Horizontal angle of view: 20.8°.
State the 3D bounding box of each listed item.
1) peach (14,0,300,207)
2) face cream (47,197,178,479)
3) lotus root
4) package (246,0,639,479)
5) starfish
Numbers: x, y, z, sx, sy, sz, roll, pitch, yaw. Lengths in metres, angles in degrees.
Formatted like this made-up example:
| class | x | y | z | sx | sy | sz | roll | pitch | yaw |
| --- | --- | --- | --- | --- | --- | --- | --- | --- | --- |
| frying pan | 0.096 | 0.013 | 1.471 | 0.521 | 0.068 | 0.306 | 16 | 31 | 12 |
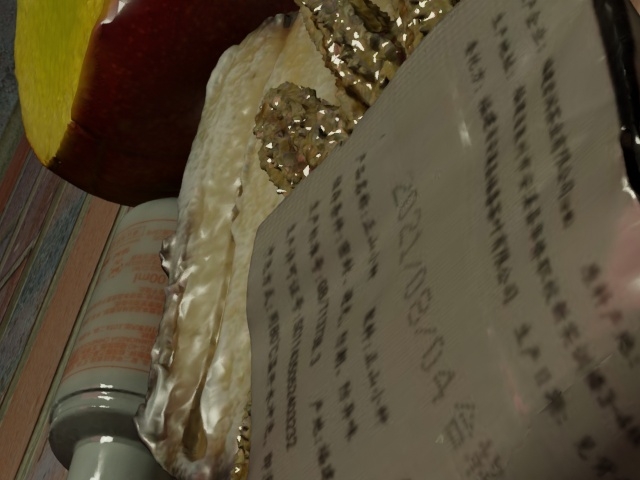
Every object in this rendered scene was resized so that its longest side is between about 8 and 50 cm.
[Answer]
| class | x | y | z | sx | sy | sz | roll | pitch | yaw |
| --- | --- | --- | --- | --- | --- | --- | --- | --- | --- |
| peach | -0.086 | -0.151 | 1.120 | 0.245 | 0.249 | 0.274 | -23 | 3 | -12 |
| face cream | -0.102 | 0.097 | 0.998 | 0.101 | 0.101 | 0.252 | -44 | 23 | 46 |
| lotus root | 0.000 | 0.001 | 0.881 | 0.167 | 0.078 | 0.329 | -22 | 41 | 36 |
| package | 0.048 | 0.025 | 0.578 | 0.204 | 0.062 | 0.251 | -43 | 44 | 29 |
| starfish | 0.023 | -0.040 | 0.753 | 0.301 | 0.084 | 0.293 | -48 | 40 | 32 |
